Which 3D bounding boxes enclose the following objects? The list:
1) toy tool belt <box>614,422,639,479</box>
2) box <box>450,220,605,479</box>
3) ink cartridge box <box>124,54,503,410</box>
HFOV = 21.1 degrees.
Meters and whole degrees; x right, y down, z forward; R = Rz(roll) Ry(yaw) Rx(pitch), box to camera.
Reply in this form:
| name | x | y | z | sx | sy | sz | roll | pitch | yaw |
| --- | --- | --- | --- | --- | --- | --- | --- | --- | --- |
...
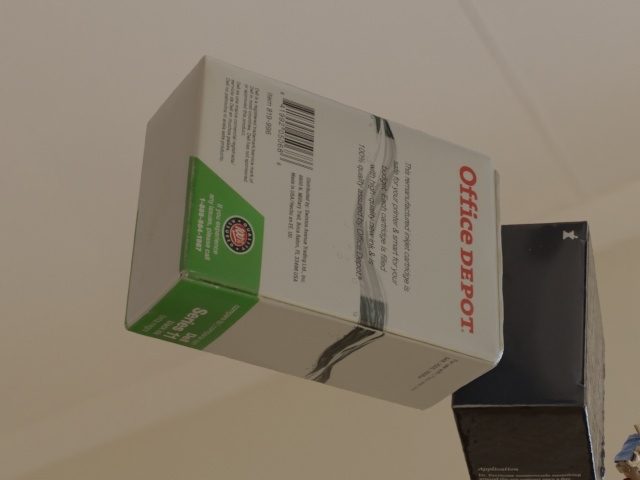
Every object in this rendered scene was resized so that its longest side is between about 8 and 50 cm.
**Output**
| name | x | y | z | sx | sy | sz | roll | pitch | yaw |
| --- | --- | --- | --- | --- | --- | --- | --- | --- | --- |
| toy tool belt | 0.370 | 0.258 | 2.038 | 0.052 | 0.083 | 0.051 | -7 | -63 | 37 |
| box | 0.151 | 0.094 | 1.219 | 0.093 | 0.156 | 0.158 | -2 | -38 | 12 |
| ink cartridge box | 0.000 | 0.000 | 1.027 | 0.208 | 0.153 | 0.087 | 18 | -34 | -23 |
